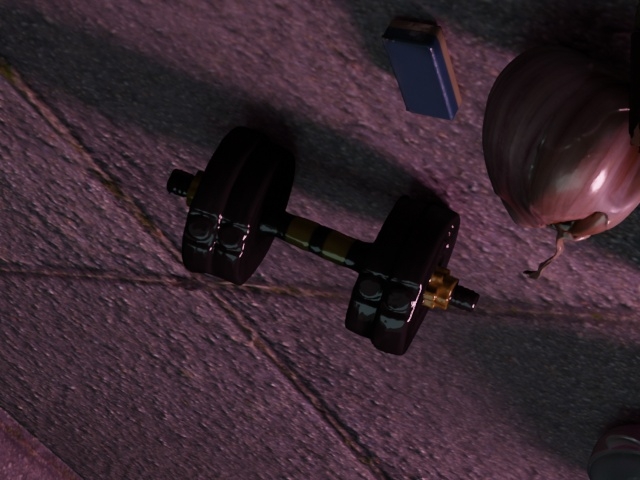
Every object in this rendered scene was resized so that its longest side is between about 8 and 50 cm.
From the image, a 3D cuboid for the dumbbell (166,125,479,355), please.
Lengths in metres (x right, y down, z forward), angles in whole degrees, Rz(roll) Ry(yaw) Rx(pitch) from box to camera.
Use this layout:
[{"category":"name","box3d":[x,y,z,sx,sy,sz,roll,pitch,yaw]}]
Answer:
[{"category":"dumbbell","box3d":[0.000,0.000,1.783,0.388,0.185,0.185,22,153,11]}]

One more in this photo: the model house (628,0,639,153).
[{"category":"model house","box3d":[0.378,-0.139,1.207,0.243,0.204,0.211,7,151,3]}]

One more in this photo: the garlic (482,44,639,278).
[{"category":"garlic","box3d":[0.254,-0.070,1.429,0.207,0.207,0.256,13,140,26]}]

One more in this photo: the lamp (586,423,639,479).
[{"category":"lamp","box3d":[0.440,0.337,2.065,0.179,0.108,0.246,26,154,12]}]

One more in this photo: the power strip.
[{"category":"power strip","box3d":[0.104,-0.171,1.552,0.056,0.032,0.123,14,151,26]}]
